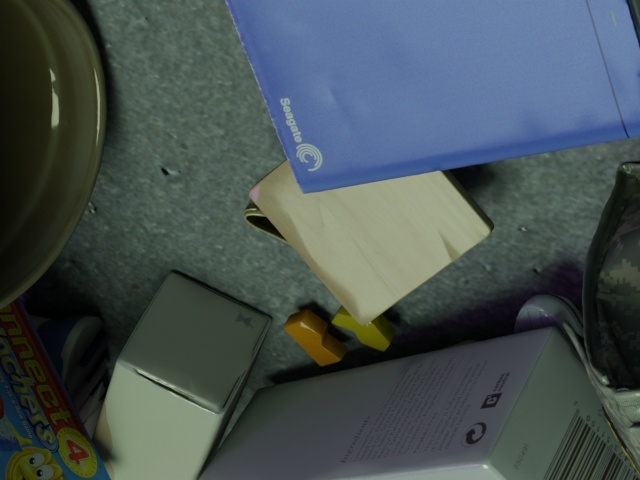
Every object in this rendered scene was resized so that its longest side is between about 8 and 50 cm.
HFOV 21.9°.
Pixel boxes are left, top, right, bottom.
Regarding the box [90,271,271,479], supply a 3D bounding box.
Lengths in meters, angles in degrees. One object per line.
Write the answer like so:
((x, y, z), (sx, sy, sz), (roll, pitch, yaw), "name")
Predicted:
((-0.165, 0.194, 1.771), (0.121, 0.148, 0.311), (26, 136, 2), "box")

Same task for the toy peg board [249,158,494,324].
((0.053, -0.039, 1.479), (0.160, 0.079, 0.161), (-38, 96, 29), "toy peg board")

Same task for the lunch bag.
((0.311, 0.104, 1.333), (0.169, 0.287, 0.235), (-11, 127, 34), "lunch bag")

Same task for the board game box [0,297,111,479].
((-0.380, 0.143, 1.621), (0.086, 0.302, 0.308), (-34, 76, 21), "board game box")

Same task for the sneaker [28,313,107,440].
((-0.340, 0.184, 1.879), (0.182, 0.127, 0.315), (18, 131, 15), "sneaker")

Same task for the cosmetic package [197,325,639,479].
((0.104, 0.243, 1.590), (0.230, 0.161, 0.453), (47, 145, -21), "cosmetic package")

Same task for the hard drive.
((0.096, -0.157, 1.321), (0.319, 0.040, 0.210), (-9, 117, 26), "hard drive")

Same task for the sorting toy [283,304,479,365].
((0.117, 0.160, 1.676), (0.229, 0.041, 0.307), (-21, 119, 45), "sorting toy")

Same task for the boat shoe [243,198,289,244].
((0.000, -0.001, 1.563), (0.153, 0.048, 0.056), (32, 138, -5), "boat shoe")

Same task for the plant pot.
((-0.403, -0.117, 1.501), (0.280, 0.323, 0.323), (21, 140, 32), "plant pot")

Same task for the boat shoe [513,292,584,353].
((0.239, 0.116, 1.542), (0.083, 0.076, 0.226), (29, 151, 37), "boat shoe")
